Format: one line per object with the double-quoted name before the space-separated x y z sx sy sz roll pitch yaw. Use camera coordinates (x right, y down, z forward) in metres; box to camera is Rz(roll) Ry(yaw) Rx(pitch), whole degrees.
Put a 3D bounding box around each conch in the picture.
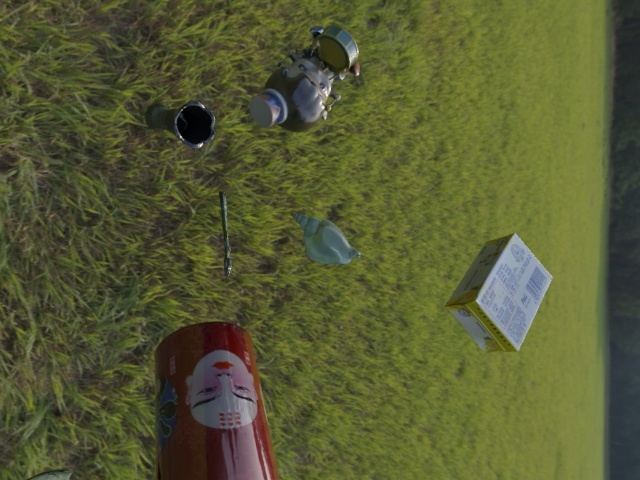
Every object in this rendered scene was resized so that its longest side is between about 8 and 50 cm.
"conch" 0.001 -0.003 0.909 0.088 0.180 0.065 -52 172 -13

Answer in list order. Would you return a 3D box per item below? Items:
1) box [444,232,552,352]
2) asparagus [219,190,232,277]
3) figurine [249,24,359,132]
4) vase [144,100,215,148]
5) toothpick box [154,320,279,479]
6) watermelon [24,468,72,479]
"box" 0.447 0.126 1.035 0.168 0.097 0.265 47 58 -6
"asparagus" -0.240 -0.019 1.054 0.022 0.023 0.233 1 68 -24
"figurine" -0.035 -0.335 0.904 0.161 0.158 0.275 36 73 -10
"vase" -0.384 -0.315 1.106 0.115 0.237 0.115 -18 117 -38
"toothpick box" -0.197 0.342 0.762 0.204 0.204 0.333 47 13 -45
"watermelon" -0.577 0.557 0.796 0.063 0.119 0.245 125 -15 -69
